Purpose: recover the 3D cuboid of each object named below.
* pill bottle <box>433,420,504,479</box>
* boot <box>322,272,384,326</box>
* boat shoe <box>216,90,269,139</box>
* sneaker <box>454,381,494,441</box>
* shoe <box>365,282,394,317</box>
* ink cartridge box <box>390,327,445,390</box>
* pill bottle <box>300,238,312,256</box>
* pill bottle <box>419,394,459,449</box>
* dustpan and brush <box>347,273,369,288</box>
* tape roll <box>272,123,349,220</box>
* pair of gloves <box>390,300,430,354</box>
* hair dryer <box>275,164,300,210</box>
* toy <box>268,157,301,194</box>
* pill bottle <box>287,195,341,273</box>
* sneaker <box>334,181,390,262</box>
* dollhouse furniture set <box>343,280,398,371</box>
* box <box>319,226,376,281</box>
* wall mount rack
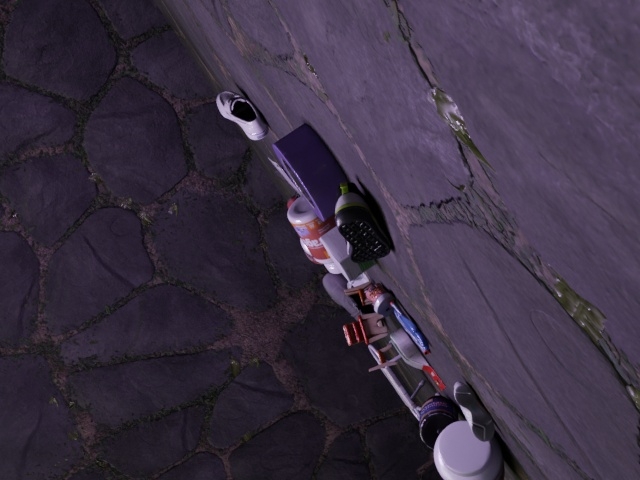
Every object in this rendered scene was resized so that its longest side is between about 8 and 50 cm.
[{"bbox_3d":[0.378,0.556,1.771,0.169,0.169,0.301,54,176,33],"label":"pill bottle"},{"bbox_3d":[0.127,0.211,2.695,0.338,0.118,0.222,43,169,23],"label":"boot"},{"bbox_3d":[-0.246,-0.408,2.144,0.258,0.095,0.084,40,164,36],"label":"boat shoe"},{"bbox_3d":[0.350,0.386,1.590,0.152,0.054,0.061,62,-175,-6],"label":"sneaker"},{"bbox_3d":[0.159,0.156,1.912,0.081,0.063,0.178,50,179,20],"label":"shoe"},{"bbox_3d":[0.304,0.388,2.204,0.224,0.056,0.181,57,177,16],"label":"ink cartridge box"},{"bbox_3d":[0.000,0.000,2.179,0.121,0.121,0.221,55,177,11],"label":"pill bottle"},{"bbox_3d":[0.368,0.558,2.164,0.122,0.123,0.219,56,-171,1],"label":"pill bottle"},{"bbox_3d":[0.111,0.127,2.341,0.147,0.060,0.211,55,176,16],"label":"dustpan and brush"},{"bbox_3d":[-0.014,-0.137,1.414,0.189,0.080,0.189,55,176,6],"label":"tape roll"},{"bbox_3d":[0.240,0.232,1.856,0.159,0.023,0.198,53,177,19],"label":"pair of gloves"},{"bbox_3d":[-0.063,-0.110,2.387,0.293,0.080,0.223,57,176,-29],"label":"hair dryer"},{"bbox_3d":[-0.039,-0.143,1.936,0.237,0.056,0.137,52,175,-29],"label":"toy"},{"bbox_3d":[0.012,-0.017,1.850,0.216,0.121,0.121,57,176,-33],"label":"pill bottle"},{"bbox_3d":[0.078,-0.037,1.314,0.234,0.084,0.097,64,-165,-63],"label":"sneaker"},{"bbox_3d":[0.138,0.280,2.184,0.259,0.135,0.262,60,-168,-79],"label":"dollhouse furniture set"},{"bbox_3d":[0.069,0.025,1.725,0.102,0.087,0.101,54,176,37],"label":"box"},{"bbox_3d":[0.311,0.491,2.550,0.350,0.130,0.304,56,173,-1],"label":"wall mount rack"}]
